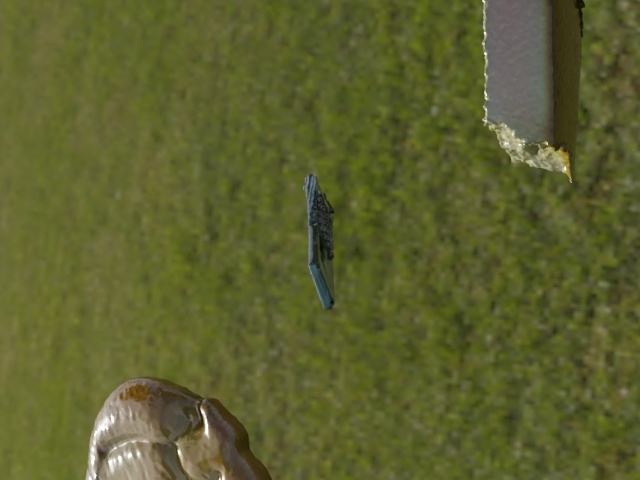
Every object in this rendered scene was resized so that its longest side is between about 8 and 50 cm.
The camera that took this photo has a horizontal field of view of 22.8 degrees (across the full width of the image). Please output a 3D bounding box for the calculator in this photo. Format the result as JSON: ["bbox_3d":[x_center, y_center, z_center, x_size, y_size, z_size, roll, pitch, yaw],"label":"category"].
[{"bbox_3d":[0.000,0.000,1.470,0.172,0.018,0.057,-91,-19,-60],"label":"calculator"}]

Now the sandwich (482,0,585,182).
[{"bbox_3d":[0.140,-0.133,1.067,0.193,0.058,0.162,64,-151,-54],"label":"sandwich"}]

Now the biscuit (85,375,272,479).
[{"bbox_3d":[-0.111,0.218,1.196,0.203,0.041,0.260,40,129,18],"label":"biscuit"}]
